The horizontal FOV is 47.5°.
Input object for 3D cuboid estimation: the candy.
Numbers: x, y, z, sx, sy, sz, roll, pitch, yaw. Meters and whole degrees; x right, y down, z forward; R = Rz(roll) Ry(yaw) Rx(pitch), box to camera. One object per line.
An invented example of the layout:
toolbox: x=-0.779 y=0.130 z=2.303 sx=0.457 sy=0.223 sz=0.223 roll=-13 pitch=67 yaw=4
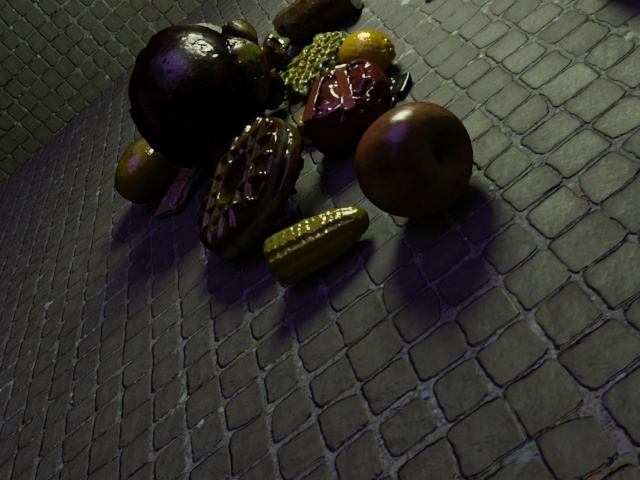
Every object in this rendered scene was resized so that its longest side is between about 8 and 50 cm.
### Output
candy: x=0.000 y=0.000 z=1.313 sx=0.199 sy=0.094 sz=0.106 roll=-26 pitch=33 yaw=16

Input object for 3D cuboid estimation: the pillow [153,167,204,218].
pillow: x=-0.377 y=-0.162 z=2.023 sx=0.126 sy=0.043 sz=0.232 roll=-11 pitch=46 yaw=51

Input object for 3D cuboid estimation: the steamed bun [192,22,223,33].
steamed bun: x=-0.377 y=-0.490 z=2.229 sx=0.309 sy=0.309 sz=0.309 roll=-31 pitch=32 yaw=22

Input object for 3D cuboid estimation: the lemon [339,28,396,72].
lemon: x=0.111 y=-0.434 z=1.699 sx=0.155 sy=0.114 sz=0.114 roll=14 pitch=62 yaw=48

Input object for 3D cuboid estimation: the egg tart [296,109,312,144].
egg tart: x=-0.016 y=-0.287 z=1.706 sx=0.129 sy=0.049 sz=0.129 roll=-36 pitch=38 yaw=35

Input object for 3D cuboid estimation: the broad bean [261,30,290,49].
broad bean: x=-0.166 y=-0.514 z=2.141 sx=0.206 sy=0.072 sz=0.153 roll=-60 pitch=14 yaw=1

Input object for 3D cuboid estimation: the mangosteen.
mangosteen: x=-0.299 y=-0.394 z=1.887 sx=0.381 sy=0.381 sz=0.421 roll=3 pitch=54 yaw=52

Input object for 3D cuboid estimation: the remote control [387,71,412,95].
remote control: x=0.106 y=-0.330 z=1.660 sx=0.245 sy=0.025 sz=0.063 roll=-5 pitch=49 yaw=47

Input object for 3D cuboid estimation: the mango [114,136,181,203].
mango: x=-0.483 y=-0.246 z=2.141 sx=0.176 sy=0.175 sz=0.329 roll=13 pitch=49 yaw=3

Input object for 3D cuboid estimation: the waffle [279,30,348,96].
waffle: x=-0.009 y=-0.475 z=1.952 sx=0.223 sy=0.054 sz=0.204 roll=-48 pitch=30 yaw=-3

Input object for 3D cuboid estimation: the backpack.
backpack: x=0.054 y=-0.296 z=1.562 sx=0.229 sy=0.139 sz=0.229 roll=-31 pitch=38 yaw=27

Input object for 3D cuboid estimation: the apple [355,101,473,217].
apple: x=0.150 y=-0.129 z=1.195 sx=0.174 sy=0.188 sz=0.188 roll=-9 pitch=44 yaw=51

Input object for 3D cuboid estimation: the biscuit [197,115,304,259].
biscuit: x=-0.153 y=-0.115 z=1.563 sx=0.332 sy=0.103 sz=0.332 roll=-42 pitch=34 yaw=38

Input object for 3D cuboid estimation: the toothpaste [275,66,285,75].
toothpaste: x=-0.119 y=-0.500 z=2.150 sx=0.017 sy=0.020 sz=0.083 roll=-40 pitch=30 yaw=12

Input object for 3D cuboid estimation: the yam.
yam: x=-0.004 y=-0.669 z=2.121 sx=0.280 sy=0.131 sz=0.131 roll=-21 pitch=37 yaw=38
